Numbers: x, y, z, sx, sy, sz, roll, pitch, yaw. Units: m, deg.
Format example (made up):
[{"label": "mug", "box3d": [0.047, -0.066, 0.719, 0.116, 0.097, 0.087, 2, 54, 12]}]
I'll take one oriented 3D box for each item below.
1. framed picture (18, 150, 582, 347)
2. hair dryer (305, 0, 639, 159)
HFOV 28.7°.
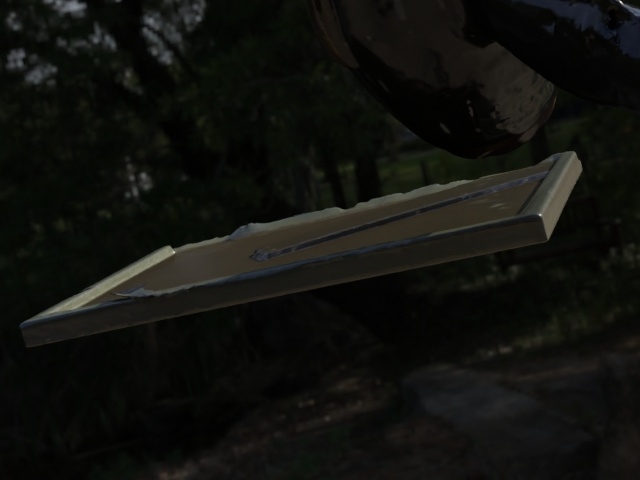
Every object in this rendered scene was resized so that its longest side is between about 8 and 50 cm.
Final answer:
[{"label": "framed picture", "box3d": [0.000, 0.000, 0.697, 0.281, 0.019, 0.209, -12, 8, 20]}, {"label": "hair dryer", "box3d": [0.091, -0.106, 0.454, 0.120, 0.303, 0.359, -39, 43, -10]}]
